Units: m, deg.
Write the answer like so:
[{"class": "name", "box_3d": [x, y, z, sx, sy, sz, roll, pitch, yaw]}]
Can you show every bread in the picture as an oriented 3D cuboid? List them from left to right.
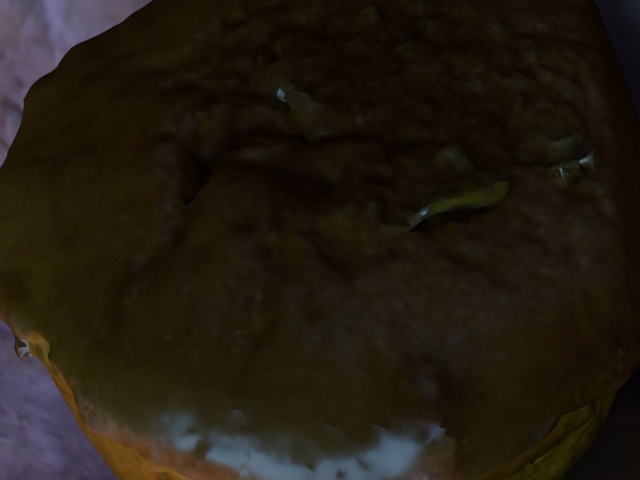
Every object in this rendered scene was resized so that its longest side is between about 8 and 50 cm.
[{"class": "bread", "box_3d": [0.000, 0.000, 0.547, 0.268, 0.268, 0.145, 19, 144, 21]}]

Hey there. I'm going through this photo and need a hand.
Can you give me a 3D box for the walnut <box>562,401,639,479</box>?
[{"class": "walnut", "box_3d": [0.147, 0.260, 0.597, 0.381, 0.381, 0.381, 18, 130, 22]}]
